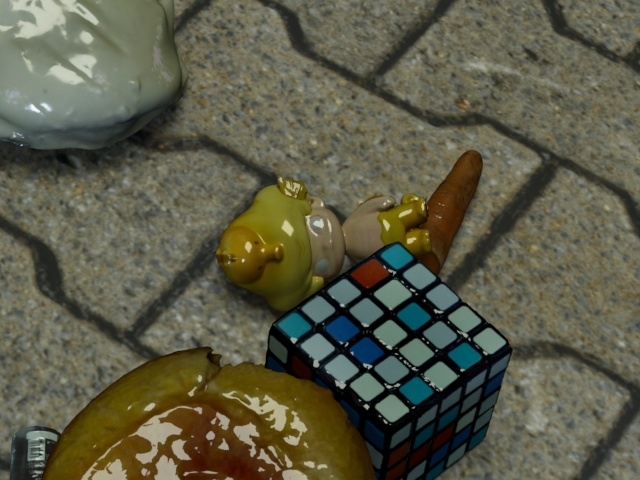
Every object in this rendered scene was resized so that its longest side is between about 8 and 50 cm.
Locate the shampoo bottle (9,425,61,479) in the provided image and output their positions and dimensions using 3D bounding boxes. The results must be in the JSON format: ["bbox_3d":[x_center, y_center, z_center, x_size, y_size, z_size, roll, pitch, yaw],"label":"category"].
[{"bbox_3d":[-0.286,0.285,1.823,0.057,0.063,0.207,-6,51,2],"label":"shampoo bottle"}]

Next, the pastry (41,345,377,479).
[{"bbox_3d":[-0.110,0.271,1.751,0.356,0.164,0.356,-2,64,4],"label":"pastry"}]

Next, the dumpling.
[{"bbox_3d":[-0.286,-0.231,2.143,0.318,0.243,0.187,-14,23,-31],"label":"dumpling"}]

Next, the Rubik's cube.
[{"bbox_3d":[0.062,0.149,1.900,0.187,0.182,0.184,-32,61,-29],"label":"Rubik's cube"}]

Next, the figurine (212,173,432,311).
[{"bbox_3d":[0.000,0.000,2.043,0.246,0.131,0.156,-5,92,1],"label":"figurine"}]

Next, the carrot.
[{"bbox_3d":[0.150,-0.042,2.154,0.061,0.061,0.209,22,48,11],"label":"carrot"}]
